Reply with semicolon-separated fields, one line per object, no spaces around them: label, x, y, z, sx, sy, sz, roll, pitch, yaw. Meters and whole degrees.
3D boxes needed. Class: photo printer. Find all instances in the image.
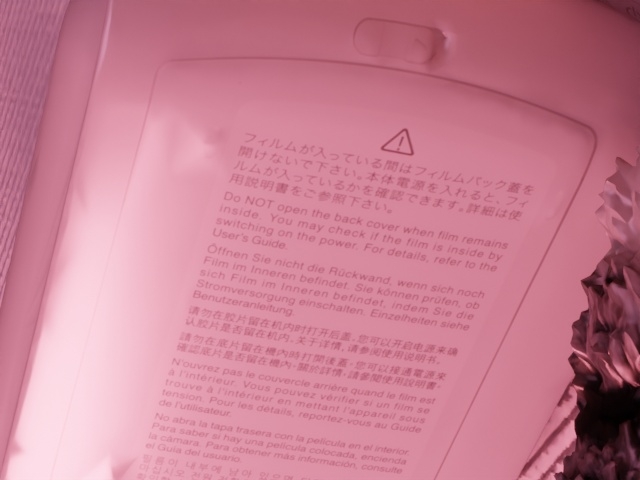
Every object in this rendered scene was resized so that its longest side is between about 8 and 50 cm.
photo printer;0.000;0.000;0.690;0.107;0.256;0.307;-96;20;-49

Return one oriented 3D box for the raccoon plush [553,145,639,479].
raccoon plush;0.150;0.208;0.507;0.299;0.216;0.446;21;112;51
